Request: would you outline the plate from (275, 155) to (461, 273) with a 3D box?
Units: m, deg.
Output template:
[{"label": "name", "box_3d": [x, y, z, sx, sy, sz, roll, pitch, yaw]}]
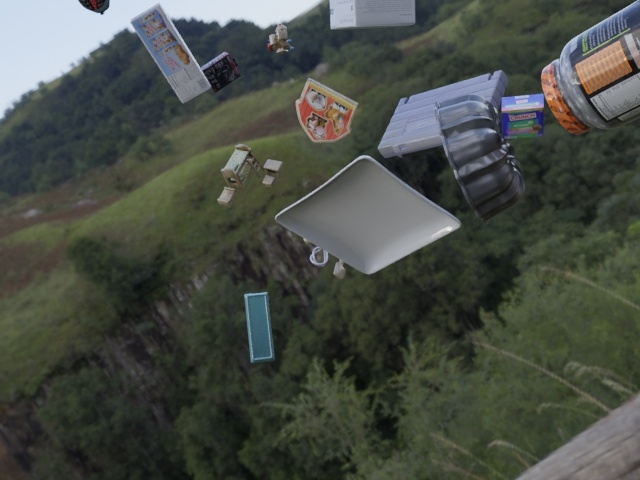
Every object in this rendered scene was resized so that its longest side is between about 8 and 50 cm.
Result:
[{"label": "plate", "box_3d": [0.095, -0.052, 1.509, 0.278, 0.277, 0.045, -32, 39, 40]}]

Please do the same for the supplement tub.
[{"label": "supplement tub", "box_3d": [0.580, -0.328, 1.354, 0.316, 0.194, 0.193, -26, 8, 43]}]

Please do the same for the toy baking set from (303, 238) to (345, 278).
[{"label": "toy baking set", "box_3d": [0.003, -0.002, 2.004, 0.030, 0.256, 0.196, -47, -15, 33]}]

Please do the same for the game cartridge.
[{"label": "game cartridge", "box_3d": [0.345, -0.350, 2.113, 0.355, 0.068, 0.230, -8, 50, 43]}]

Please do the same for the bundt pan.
[{"label": "bundt pan", "box_3d": [0.401, -0.213, 1.810, 0.124, 0.331, 0.331, -23, 8, 22]}]

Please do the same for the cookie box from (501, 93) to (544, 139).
[{"label": "cookie box", "box_3d": [0.451, -0.275, 1.655, 0.091, 0.040, 0.107, -3, -30, 15]}]

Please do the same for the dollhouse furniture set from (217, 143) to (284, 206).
[{"label": "dollhouse furniture set", "box_3d": [-0.228, -0.198, 2.352, 0.160, 0.101, 0.182, 12, 59, 23]}]

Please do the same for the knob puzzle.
[{"label": "knob puzzle", "box_3d": [0.005, -0.369, 2.239, 0.213, 0.213, 0.030, -29, 18, 40]}]

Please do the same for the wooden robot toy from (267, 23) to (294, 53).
[{"label": "wooden robot toy", "box_3d": [-0.130, -0.639, 2.316, 0.076, 0.079, 0.173, -9, -1, 3]}]

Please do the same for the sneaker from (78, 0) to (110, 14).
[{"label": "sneaker", "box_3d": [-0.627, -0.739, 2.001, 0.104, 0.262, 0.125, -7, 2, 0]}]

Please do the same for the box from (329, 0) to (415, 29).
[{"label": "box", "box_3d": [0.139, -0.642, 2.027, 0.181, 0.119, 0.181, -8, 15, -20]}]

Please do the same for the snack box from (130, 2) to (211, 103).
[{"label": "snack box", "box_3d": [-0.279, -0.348, 1.389, 0.064, 0.178, 0.022, -27, 26, 9]}]

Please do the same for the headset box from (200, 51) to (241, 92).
[{"label": "headset box", "box_3d": [-0.232, -0.398, 1.744, 0.083, 0.062, 0.032, -37, 34, -7]}]

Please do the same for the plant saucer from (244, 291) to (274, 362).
[{"label": "plant saucer", "box_3d": [-0.169, 0.240, 2.055, 0.067, 0.192, 0.018, -5, -10, -7]}]
